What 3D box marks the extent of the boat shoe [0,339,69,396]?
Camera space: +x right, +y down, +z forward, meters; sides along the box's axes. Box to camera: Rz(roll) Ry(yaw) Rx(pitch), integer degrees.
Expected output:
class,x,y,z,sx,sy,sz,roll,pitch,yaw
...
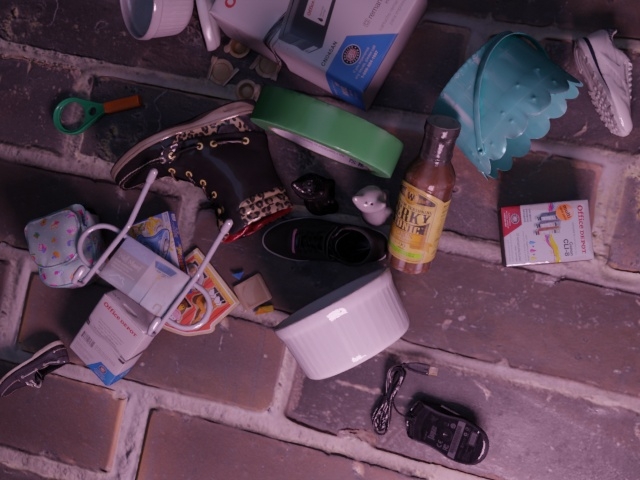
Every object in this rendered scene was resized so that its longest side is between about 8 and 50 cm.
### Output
class,x,y,z,sx,sy,sz,roll,pitch,yaw
boat shoe,-0.700,0.327,1.740,0.206,0.075,0.065,-37,79,2

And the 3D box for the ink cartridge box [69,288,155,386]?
class,x,y,z,sx,sy,sz,roll,pitch,yaw
ink cartridge box,-0.478,0.222,1.672,0.139,0.082,0.190,44,113,9

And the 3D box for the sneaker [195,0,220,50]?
class,x,y,z,sx,sy,sz,roll,pitch,yaw
sneaker,-0.238,-0.595,1.676,0.123,0.106,0.290,-5,97,-9

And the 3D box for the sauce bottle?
class,x,y,z,sx,sy,sz,roll,pitch,yaw
sauce bottle,0.215,-0.093,1.484,0.112,0.111,0.344,15,124,11

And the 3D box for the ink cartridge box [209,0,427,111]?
class,x,y,z,sx,sy,sz,roll,pitch,yaw
ink cartridge box,-0.001,-0.515,1.588,0.395,0.166,0.285,30,91,9

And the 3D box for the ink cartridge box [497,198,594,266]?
class,x,y,z,sx,sy,sz,roll,pitch,yaw
ink cartridge box,0.470,-0.013,1.505,0.176,0.127,0.128,-6,86,10

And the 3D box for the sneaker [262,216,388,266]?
class,x,y,z,sx,sy,sz,roll,pitch,yaw
sneaker,0.000,0.000,1.584,0.296,0.147,0.104,4,90,12

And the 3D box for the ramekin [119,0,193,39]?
class,x,y,z,sx,sy,sz,roll,pitch,yaw
ramekin,-0.378,-0.571,1.656,0.109,0.207,0.207,-12,84,-34

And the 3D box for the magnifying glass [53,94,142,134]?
class,x,y,z,sx,sy,sz,roll,pitch,yaw
magnifying glass,-0.552,-0.321,1.766,0.231,0.026,0.092,-11,85,12

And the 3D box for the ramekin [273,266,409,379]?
class,x,y,z,sx,sy,sz,roll,pitch,yaw
ramekin,0.053,0.178,1.509,0.277,0.277,0.135,-28,91,8

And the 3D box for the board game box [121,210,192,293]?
class,x,y,z,sx,sy,sz,roll,pitch,yaw
board game box,-0.389,0.046,1.694,0.136,0.035,0.201,-18,79,19

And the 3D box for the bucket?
class,x,y,z,sx,sy,sz,roll,pitch,yaw
bucket,0.376,-0.280,1.469,0.281,0.281,0.183,-46,77,6

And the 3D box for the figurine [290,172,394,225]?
class,x,y,z,sx,sy,sz,roll,pitch,yaw
figurine,0.053,-0.092,1.545,0.215,0.209,0.092,12,90,11

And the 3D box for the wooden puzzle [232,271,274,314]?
class,x,y,z,sx,sy,sz,roll,pitch,yaw
wooden puzzle,-0.158,0.123,1.677,0.079,0.014,0.116,-21,84,5

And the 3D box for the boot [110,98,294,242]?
class,x,y,z,sx,sy,sz,roll,pitch,yaw
boot,-0.266,-0.128,1.643,0.378,0.138,0.284,-25,83,-2

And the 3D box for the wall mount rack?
class,x,y,z,sx,sy,sz,roll,pitch,yaw
wall mount rack,-0.367,0.032,1.587,0.350,0.130,0.304,34,77,2

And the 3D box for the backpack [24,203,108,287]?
class,x,y,z,sx,sy,sz,roll,pitch,yaw
backpack,-0.601,0.021,1.701,0.166,0.144,0.188,-19,88,4

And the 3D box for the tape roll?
class,x,y,z,sx,sy,sz,roll,pitch,yaw
tape roll,0.013,-0.225,1.502,0.321,0.321,0.077,24,92,11

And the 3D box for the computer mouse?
class,x,y,z,sx,sy,sz,roll,pitch,yaw
computer mouse,0.253,0.368,1.568,0.262,0.060,0.184,14,95,23

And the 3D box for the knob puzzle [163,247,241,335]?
class,x,y,z,sx,sy,sz,roll,pitch,yaw
knob puzzle,-0.315,0.142,1.697,0.213,0.030,0.213,0,88,11

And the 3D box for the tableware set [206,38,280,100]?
class,x,y,z,sx,sy,sz,roll,pitch,yaw
tableware set,-0.182,-0.409,1.700,0.169,0.020,0.141,34,94,10

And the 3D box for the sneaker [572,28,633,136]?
class,x,y,z,sx,sy,sz,roll,pitch,yaw
sneaker,0.622,-0.336,1.515,0.095,0.090,0.235,-19,86,0
